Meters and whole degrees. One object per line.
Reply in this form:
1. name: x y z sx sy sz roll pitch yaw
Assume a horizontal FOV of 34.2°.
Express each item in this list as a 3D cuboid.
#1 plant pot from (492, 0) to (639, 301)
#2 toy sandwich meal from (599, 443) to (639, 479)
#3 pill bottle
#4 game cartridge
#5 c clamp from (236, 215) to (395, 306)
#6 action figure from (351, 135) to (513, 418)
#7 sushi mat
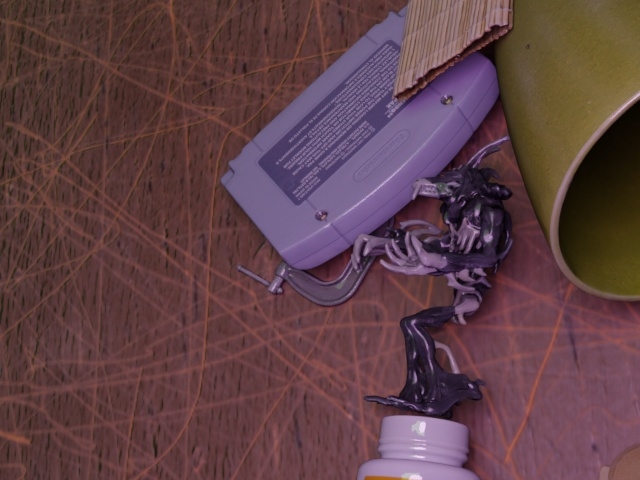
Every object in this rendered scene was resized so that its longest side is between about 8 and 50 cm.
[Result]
1. plant pot: 0.276 -0.143 0.959 0.274 0.275 0.293 -32 45 8
2. toy sandwich meal: 0.292 0.220 0.923 0.085 0.029 0.086 -7 59 12
3. pill bottle: 0.084 0.271 0.936 0.117 0.117 0.215 0 71 22
4. game cartridge: 0.043 -0.110 1.112 0.294 0.060 0.196 -43 42 2
5. c clamp: 0.000 0.000 1.130 0.137 0.022 0.161 35 86 29
6. action figure: 0.107 0.027 0.999 0.141 0.164 0.276 13 82 -8
7. sushi mat: 0.145 -0.285 1.088 0.151 0.019 0.316 -33 34 40
